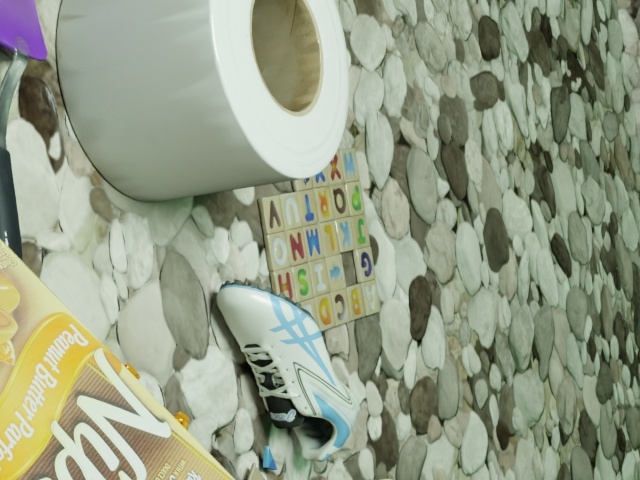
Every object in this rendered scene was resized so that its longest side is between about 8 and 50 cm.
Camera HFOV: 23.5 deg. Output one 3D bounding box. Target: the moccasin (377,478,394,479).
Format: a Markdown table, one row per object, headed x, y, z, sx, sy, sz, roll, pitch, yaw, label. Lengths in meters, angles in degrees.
| x | y | z | sx | sy | sz | roll | pitch | yaw | label |
| --- | --- | --- | --- | --- | --- | --- | --- | --- | --- |
| 0.007 | 0.300 | 1.492 | 0.380 | 0.147 | 0.139 | 26 | 63 | -61 | moccasin |

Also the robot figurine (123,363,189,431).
| x | y | z | sx | sy | sz | roll | pitch | yaw | label |
| --- | --- | --- | --- | --- | --- | --- | --- | --- | --- |
| -0.175 | 0.256 | 1.237 | 0.211 | 0.085 | 0.291 | 52 | 35 | -55 | robot figurine |

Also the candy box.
| x | y | z | sx | sy | sz | roll | pitch | yaw | label |
| --- | --- | --- | --- | --- | --- | --- | --- | --- | --- |
| -0.203 | 0.144 | 1.070 | 0.316 | 0.087 | 0.183 | 44 | 32 | 6 | candy box |

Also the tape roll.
| x | y | z | sx | sy | sz | roll | pitch | yaw | label |
| --- | --- | --- | --- | --- | --- | --- | --- | --- | --- |
| -0.102 | -0.165 | 1.415 | 0.246 | 0.169 | 0.246 | 21 | 66 | -58 | tape roll |

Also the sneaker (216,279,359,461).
| x | y | z | sx | sy | sz | roll | pitch | yaw | label |
| --- | --- | --- | --- | --- | --- | --- | --- | --- | --- |
| -0.035 | 0.133 | 1.556 | 0.237 | 0.085 | 0.086 | 56 | 45 | -34 | sneaker |

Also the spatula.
| x | y | z | sx | sy | sz | roll | pitch | yaw | label |
| --- | --- | --- | --- | --- | --- | --- | --- | --- | --- |
| -0.256 | -0.097 | 1.258 | 0.084 | 0.030 | 0.297 | 20 | 65 | -61 | spatula |

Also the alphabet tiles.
| x | y | z | sx | sy | sz | roll | pitch | yaw | label |
| --- | --- | --- | --- | --- | --- | --- | --- | --- | --- |
| 0.000 | 0.000 | 1.726 | 0.237 | 0.009 | 0.198 | -14 | 95 | -62 | alphabet tiles |

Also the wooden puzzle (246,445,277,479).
| x | y | z | sx | sy | sz | roll | pitch | yaw | label |
| --- | --- | --- | --- | --- | --- | --- | --- | --- | --- |
| -0.065 | 0.270 | 1.536 | 0.079 | 0.014 | 0.116 | 68 | 32 | -33 | wooden puzzle |
